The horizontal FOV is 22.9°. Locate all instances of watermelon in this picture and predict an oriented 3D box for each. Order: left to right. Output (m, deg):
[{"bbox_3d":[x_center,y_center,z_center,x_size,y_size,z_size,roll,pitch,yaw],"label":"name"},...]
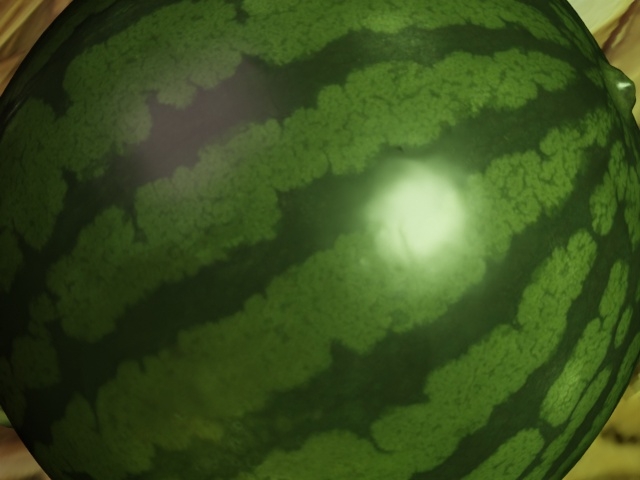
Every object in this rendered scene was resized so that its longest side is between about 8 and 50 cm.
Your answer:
[{"bbox_3d":[0.000,0.000,0.482,0.212,0.212,0.212,-29,41,29],"label":"watermelon"}]

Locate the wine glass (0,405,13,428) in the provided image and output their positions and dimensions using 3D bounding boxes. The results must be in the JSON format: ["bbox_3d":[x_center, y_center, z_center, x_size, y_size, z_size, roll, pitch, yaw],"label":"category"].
[{"bbox_3d":[-0.127,-0.118,0.700,0.309,0.264,0.096,-47,0,6],"label":"wine glass"}]
